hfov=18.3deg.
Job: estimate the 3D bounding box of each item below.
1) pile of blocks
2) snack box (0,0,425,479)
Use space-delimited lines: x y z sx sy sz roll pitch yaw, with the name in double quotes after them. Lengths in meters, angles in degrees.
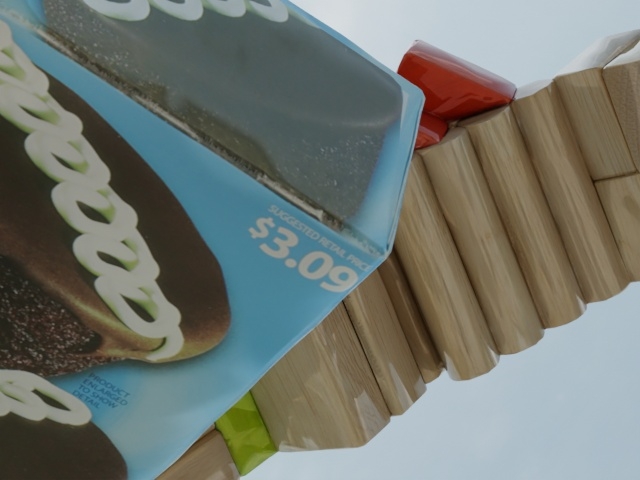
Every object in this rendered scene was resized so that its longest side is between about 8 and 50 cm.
0.000 0.000 0.731 0.362 0.149 0.112 -26 -75 -13 "pile of blocks"
-0.162 -0.046 0.409 0.322 0.060 0.187 33 -50 -15 "snack box"
